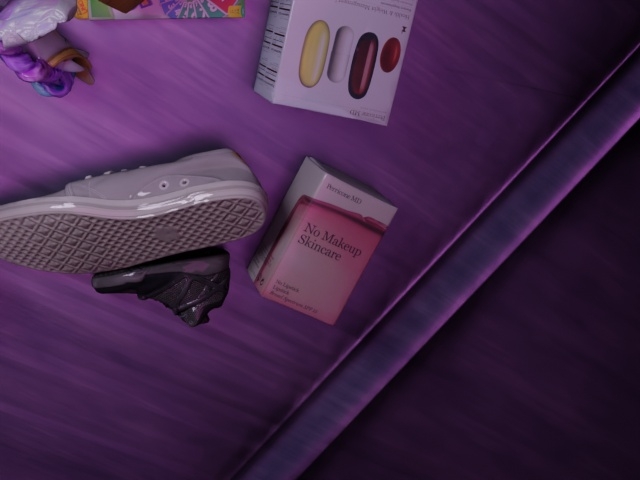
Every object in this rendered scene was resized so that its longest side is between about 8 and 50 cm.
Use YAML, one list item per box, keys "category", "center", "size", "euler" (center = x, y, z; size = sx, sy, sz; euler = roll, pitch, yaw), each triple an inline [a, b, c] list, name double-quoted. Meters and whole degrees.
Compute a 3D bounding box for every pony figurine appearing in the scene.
- category: "pony figurine"
  center: [-0.452, -0.306, 1.086]
  size: [0.303, 0.351, 0.363]
  euler: [-27, 113, 19]

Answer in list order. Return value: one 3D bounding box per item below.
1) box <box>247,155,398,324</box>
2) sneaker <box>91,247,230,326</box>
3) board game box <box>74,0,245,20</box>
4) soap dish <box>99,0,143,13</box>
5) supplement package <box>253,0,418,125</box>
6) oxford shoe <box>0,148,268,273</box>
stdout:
- category: "box"
  center: [0.000, 0.000, 1.423]
  size: [0.149, 0.127, 0.232]
  euler: [24, 101, -22]
- category: "sneaker"
  center: [-0.259, 0.090, 1.401]
  size: [0.227, 0.087, 0.130]
  euler: [-7, 104, -19]
- category: "board game box"
  center: [-0.245, -0.397, 1.269]
  size: [0.259, 0.039, 0.124]
  euler: [-4, 108, -12]
- category: "soap dish"
  center: [-0.237, -0.462, 1.100]
  size: [0.291, 0.118, 0.229]
  euler: [-24, 101, 33]
- category: "supplement package"
  center: [0.019, -0.304, 1.312]
  size: [0.194, 0.149, 0.203]
  euler: [8, 105, -18]
- category: "oxford shoe"
  center: [-0.306, -0.050, 1.327]
  size: [0.449, 0.130, 0.169]
  euler: [-10, 144, 0]
